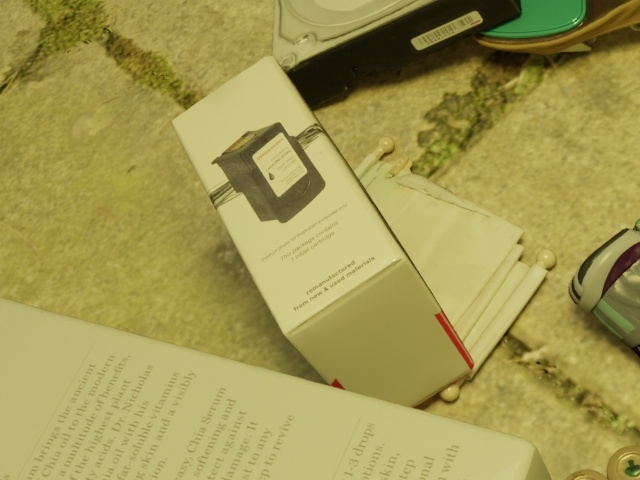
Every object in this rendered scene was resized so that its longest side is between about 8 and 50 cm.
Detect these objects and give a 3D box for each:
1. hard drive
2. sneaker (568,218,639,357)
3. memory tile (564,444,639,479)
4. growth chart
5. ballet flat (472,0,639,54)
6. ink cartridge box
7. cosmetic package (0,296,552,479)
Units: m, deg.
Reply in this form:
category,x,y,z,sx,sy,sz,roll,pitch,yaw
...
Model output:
category,x,y,z,sx,sy,sz,roll,pitch,yaw
hard drive,0.066,-0.307,1.152,0.236,0.064,0.339,-20,47,26
sneaker,0.294,0.001,0.871,0.223,0.083,0.098,-38,74,-4
memory tile,0.245,0.175,0.789,0.148,0.012,0.113,-28,50,2
growth chart,0.072,0.018,0.974,0.172,0.021,0.237,-44,51,-11
ballet flat,0.246,-0.199,1.023,0.232,0.073,0.080,-12,53,32
ink cartridge box,0.000,0.000,0.894,0.100,0.172,0.237,-33,51,3
cosmetic package,-0.084,0.212,0.807,0.453,0.161,0.230,12,62,30
